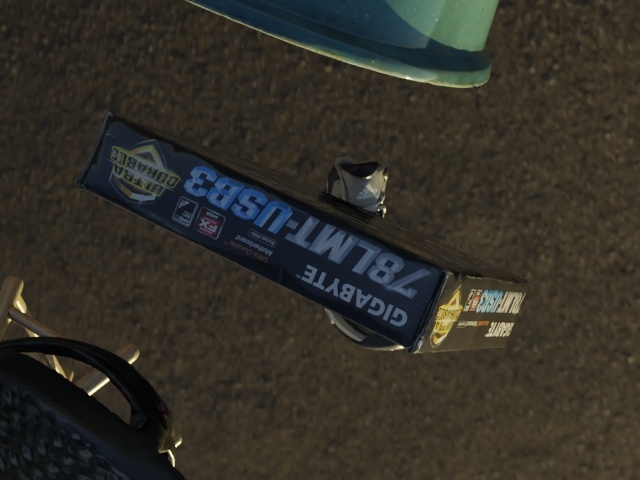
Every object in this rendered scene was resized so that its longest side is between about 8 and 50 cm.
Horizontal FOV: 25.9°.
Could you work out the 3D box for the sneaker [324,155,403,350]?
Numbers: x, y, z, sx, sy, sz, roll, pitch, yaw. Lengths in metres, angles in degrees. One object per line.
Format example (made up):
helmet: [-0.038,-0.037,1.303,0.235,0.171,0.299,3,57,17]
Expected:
sneaker: [0.040,-0.005,1.352,0.086,0.229,0.132,-5,126,-15]

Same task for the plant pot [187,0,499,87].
plant pot: [0.011,-0.314,0.812,0.341,0.341,0.334,17,109,-19]

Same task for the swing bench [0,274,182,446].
swing bench: [-0.289,0.218,1.366,0.165,0.255,0.253,28,157,17]

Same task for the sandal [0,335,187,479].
sandal: [-0.191,0.122,0.919,0.445,0.107,0.168,-5,122,56]

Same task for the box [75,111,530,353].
box: [0.000,0.000,1.118,0.295,0.293,0.073,24,96,19]
